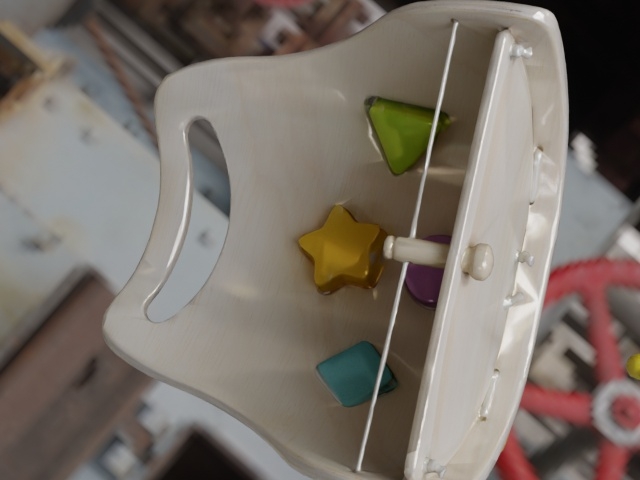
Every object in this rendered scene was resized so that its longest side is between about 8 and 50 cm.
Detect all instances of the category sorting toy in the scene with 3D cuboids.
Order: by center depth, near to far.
[{"bbox_3d":[0.000,0.000,0.347,0.045,0.075,0.083,30,72,-70],"label":"sorting toy"}]

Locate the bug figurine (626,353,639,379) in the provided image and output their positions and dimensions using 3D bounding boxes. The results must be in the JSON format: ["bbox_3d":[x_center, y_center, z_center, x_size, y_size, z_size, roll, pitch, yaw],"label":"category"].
[{"bbox_3d":[0.254,0.109,0.774,0.279,0.216,0.072,3,-147,27],"label":"bug figurine"}]
